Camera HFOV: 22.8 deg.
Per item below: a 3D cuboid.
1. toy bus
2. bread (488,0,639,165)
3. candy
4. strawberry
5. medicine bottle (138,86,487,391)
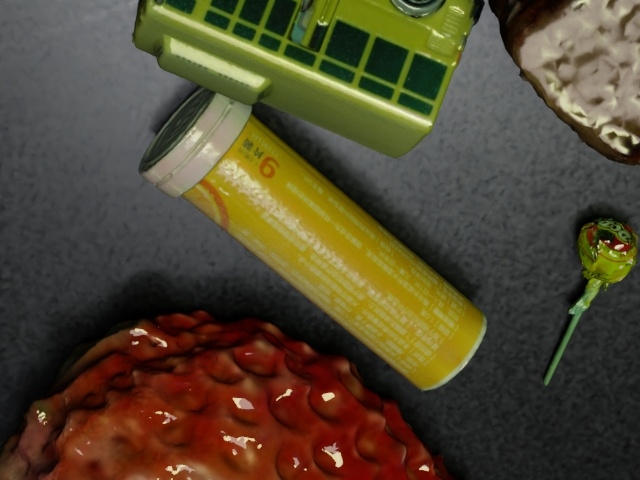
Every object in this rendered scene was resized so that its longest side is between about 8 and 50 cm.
[{"bbox_3d":[-0.013,-0.117,0.843,0.175,0.088,0.101,22,79,-8],"label":"toy bus"},{"bbox_3d":[0.275,-0.203,0.782,0.416,0.165,0.113,-37,106,15],"label":"bread"},{"bbox_3d":[0.157,0.039,0.961,0.035,0.035,0.123,10,123,-16],"label":"candy"},{"bbox_3d":[-0.040,0.197,0.961,0.336,0.149,0.265,25,109,-11],"label":"strawberry"},{"bbox_3d":[0.000,0.000,0.920,0.218,0.074,0.074,40,108,-16],"label":"medicine bottle"}]
